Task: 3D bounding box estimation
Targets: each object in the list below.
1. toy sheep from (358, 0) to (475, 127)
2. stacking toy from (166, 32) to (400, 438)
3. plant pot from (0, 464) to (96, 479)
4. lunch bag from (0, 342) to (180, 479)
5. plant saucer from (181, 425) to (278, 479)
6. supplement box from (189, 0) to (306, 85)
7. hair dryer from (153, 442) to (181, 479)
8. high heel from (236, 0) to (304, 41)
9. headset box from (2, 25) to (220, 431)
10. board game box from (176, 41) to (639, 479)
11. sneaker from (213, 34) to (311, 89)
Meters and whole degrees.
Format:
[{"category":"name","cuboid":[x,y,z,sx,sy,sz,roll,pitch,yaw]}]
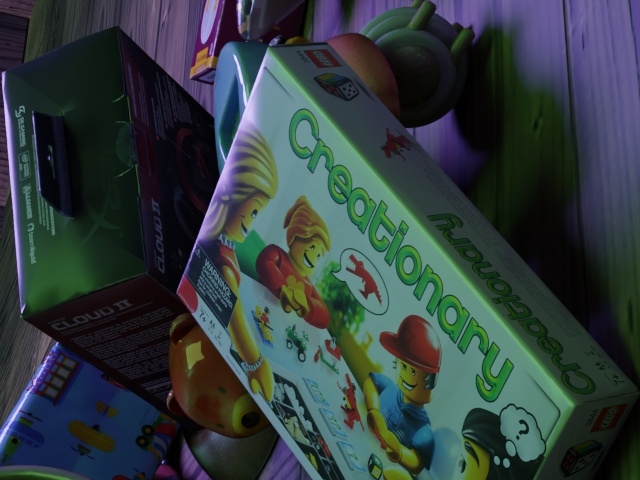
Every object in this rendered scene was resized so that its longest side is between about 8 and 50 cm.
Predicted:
[{"category":"toy sheep","cuboid":[0.061,-0.120,1.363,0.132,0.091,0.091,-85,9,-83]},{"category":"stacking toy","cuboid":[-0.020,0.034,1.293,0.279,0.130,0.309,-120,29,-59]},{"category":"plant pot","cuboid":[-0.197,0.369,1.465,0.280,0.323,0.323,56,-153,-49]},{"category":"lunch bag","cuboid":[-0.256,0.263,1.822,0.221,0.138,0.293,-63,2,-34]},{"category":"plant saucer","cuboid":[-0.071,0.068,1.765,0.310,0.050,0.311,-169,90,-75]},{"category":"supplement box","cuboid":[-0.061,-0.241,1.895,0.104,0.080,0.188,172,110,-74]},{"category":"hair dryer","cuboid":[-0.161,0.226,1.970,0.223,0.080,0.294,-39,47,46]},{"category":"high heel","cuboid":[-0.068,-0.300,1.798,0.186,0.093,0.261,9,73,40]},{"category":"headset box","cuboid":[-0.133,-0.008,1.527,0.293,0.110,0.218,43,-148,-56]},{"category":"board game box","cuboid":[0.036,0.054,1.122,0.305,0.053,0.193,50,133,35]},{"category":"sneaker","cuboid":[-0.027,-0.133,1.720,0.093,0.088,0.225,-61,23,12]}]
